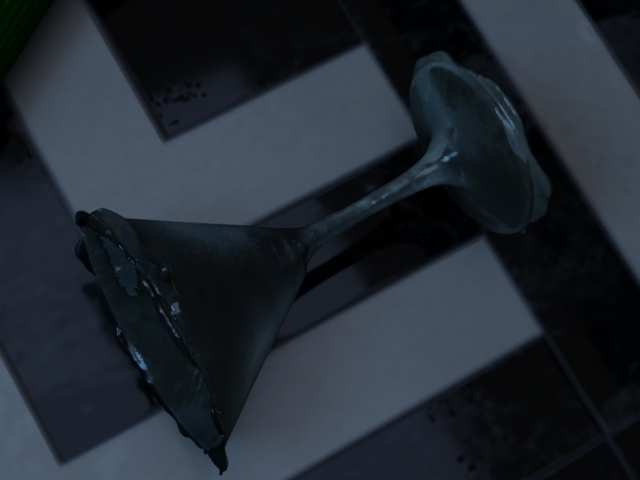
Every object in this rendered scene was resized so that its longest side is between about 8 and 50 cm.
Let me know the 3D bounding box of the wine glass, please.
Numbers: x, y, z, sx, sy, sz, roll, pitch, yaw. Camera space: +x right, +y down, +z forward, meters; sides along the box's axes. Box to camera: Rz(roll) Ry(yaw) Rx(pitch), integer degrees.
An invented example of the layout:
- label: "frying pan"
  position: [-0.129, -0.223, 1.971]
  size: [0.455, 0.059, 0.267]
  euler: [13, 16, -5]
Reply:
- label: "wine glass"
  position: [0.000, 0.000, 0.561]
  size: [0.183, 0.122, 0.122]
  euler: [-28, 80, -19]

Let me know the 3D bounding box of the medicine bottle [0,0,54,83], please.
- label: "medicine bottle"
  position: [-0.132, -0.151, 0.607]
  size: [0.095, 0.064, 0.260]
  euler: [23, 73, 6]
